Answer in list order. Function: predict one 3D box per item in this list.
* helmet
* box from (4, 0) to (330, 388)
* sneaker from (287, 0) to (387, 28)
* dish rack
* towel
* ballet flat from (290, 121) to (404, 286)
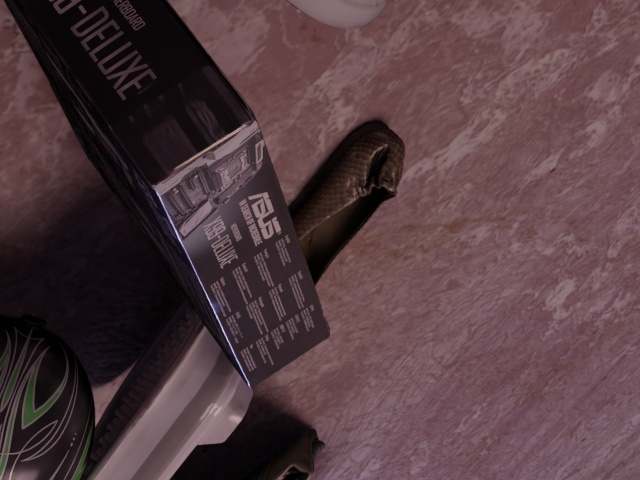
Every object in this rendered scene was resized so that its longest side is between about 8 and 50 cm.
[{"bbox_3d":[-0.245,0.141,1.308,0.169,0.169,0.161,-42,-167,9],"label":"helmet"},{"bbox_3d":[-0.107,-0.066,1.175,0.076,0.242,0.307,-33,152,-8],"label":"box"},{"bbox_3d":[-0.008,-0.232,1.180,0.123,0.106,0.290,-42,152,14],"label":"sneaker"},{"bbox_3d":[-0.118,0.128,1.451,0.285,0.072,0.333,-53,-173,26],"label":"dish rack"},{"bbox_3d":[-0.117,0.320,1.835,0.312,0.056,0.324,-39,179,2],"label":"towel"},{"bbox_3d":[0.000,0.000,1.605,0.084,0.058,0.250,3,132,-51],"label":"ballet flat"}]
